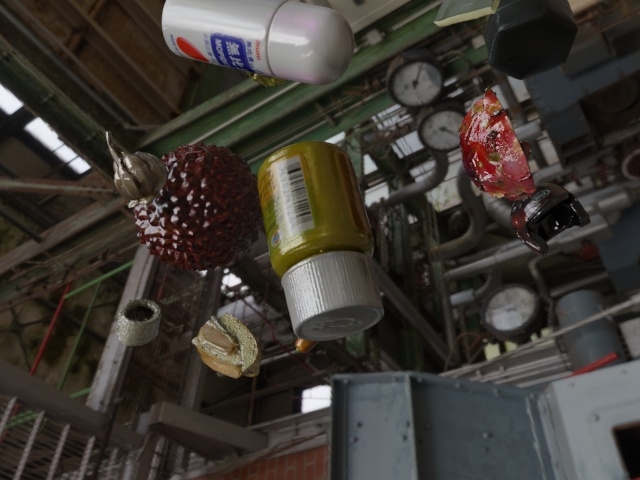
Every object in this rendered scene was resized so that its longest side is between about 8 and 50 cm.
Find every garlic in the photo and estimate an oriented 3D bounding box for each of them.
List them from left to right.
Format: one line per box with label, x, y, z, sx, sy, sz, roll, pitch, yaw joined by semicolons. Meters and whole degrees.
garlic;-0.460;-0.184;1.400;0.127;0.131;0.194;-47;-67;-32

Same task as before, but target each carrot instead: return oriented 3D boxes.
carrot;0.030;0.182;1.395;0.248;0.043;0.043;-43;-65;-18

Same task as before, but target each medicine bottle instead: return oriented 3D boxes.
medicine bottle;-0.102;-0.356;0.997;0.130;0.341;0.130;-51;-29;-44
medicine bottle;0.000;0.000;1.217;0.224;0.224;0.384;30;-140;-53

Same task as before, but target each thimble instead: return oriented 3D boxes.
thimble;-0.488;0.222;1.545;0.115;0.090;0.102;-12;-138;-44

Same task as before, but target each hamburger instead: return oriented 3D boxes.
hamburger;-0.224;0.302;1.560;0.135;0.207;0.155;-52;-42;-28

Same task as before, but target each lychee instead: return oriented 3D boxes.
lychee;-0.374;-0.118;1.896;0.500;0.424;0.425;-39;-74;-40

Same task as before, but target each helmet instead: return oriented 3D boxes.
helmet;0.657;-0.068;1.676;0.193;0.189;0.216;57;-177;40

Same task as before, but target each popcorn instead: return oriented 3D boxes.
popcorn;-0.203;-0.664;2.105;0.218;0.169;0.189;36;180;-6

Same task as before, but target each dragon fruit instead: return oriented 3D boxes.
dragon fruit;0.378;-0.182;1.249;0.161;0.126;0.274;-94;-22;-67

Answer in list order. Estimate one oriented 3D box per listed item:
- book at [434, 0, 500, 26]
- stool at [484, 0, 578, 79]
book;0.358;-0.600;1.213;0.026;0.289;0.201;22;180;-25
stool;0.558;-0.556;1.536;0.232;0.232;0.141;40;-139;-44
